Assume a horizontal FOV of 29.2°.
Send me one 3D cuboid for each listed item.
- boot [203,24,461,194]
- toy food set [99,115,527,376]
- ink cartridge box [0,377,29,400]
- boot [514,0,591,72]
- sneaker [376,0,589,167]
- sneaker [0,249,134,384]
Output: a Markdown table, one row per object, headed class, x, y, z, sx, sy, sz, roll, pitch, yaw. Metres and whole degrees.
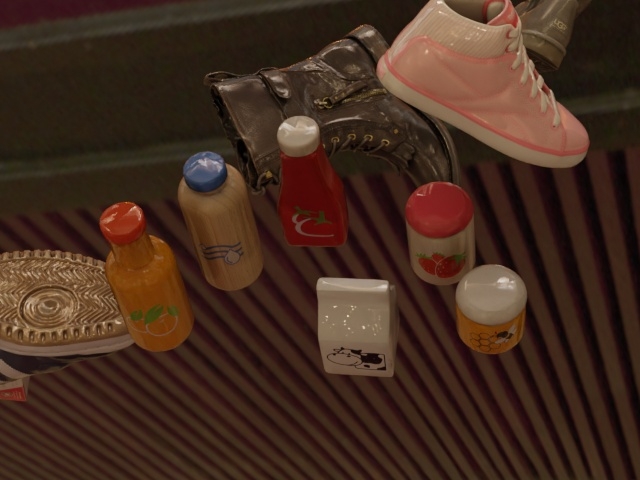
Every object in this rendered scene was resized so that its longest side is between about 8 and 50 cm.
| class | x | y | z | sx | sy | sz | roll | pitch | yaw |
| --- | --- | --- | --- | --- | --- | --- | --- | --- | --- |
| boot | 0.012 | -0.108 | 1.394 | 0.229 | 0.091 | 0.263 | -29 | 82 | -25 |
| toy food set | 0.000 | 0.000 | 0.693 | 0.232 | 0.104 | 0.111 | 3 | 53 | 11 |
| ink cartridge box | -0.453 | 0.154 | 1.579 | 0.150 | 0.109 | 0.063 | 5 | 62 | -6 |
| boot | 0.246 | -0.269 | 1.241 | 0.208 | 0.076 | 0.189 | -63 | 22 | -2 |
| sneaker | 0.104 | -0.091 | 0.676 | 0.070 | 0.134 | 0.051 | -56 | 20 | 32 |
| sneaker | -0.275 | 0.097 | 1.005 | 0.282 | 0.153 | 0.099 | -3 | 43 | -2 |
